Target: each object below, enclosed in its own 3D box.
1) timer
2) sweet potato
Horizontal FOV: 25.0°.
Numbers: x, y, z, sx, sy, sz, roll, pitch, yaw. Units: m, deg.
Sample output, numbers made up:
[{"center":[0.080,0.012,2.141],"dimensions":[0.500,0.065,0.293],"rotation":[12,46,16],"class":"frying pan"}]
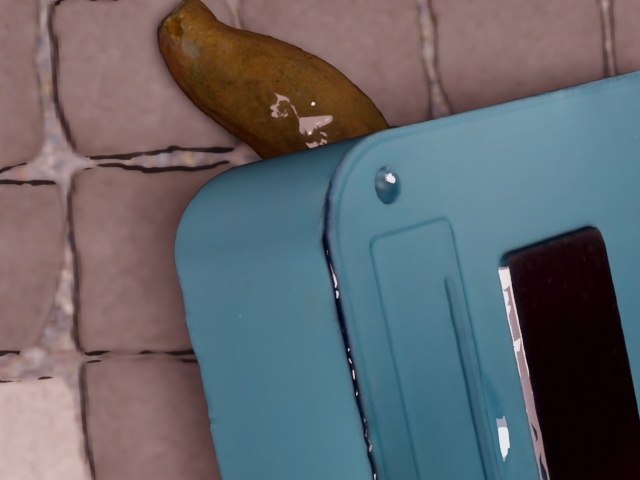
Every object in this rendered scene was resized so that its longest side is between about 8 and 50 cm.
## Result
[{"center":[0.081,0.059,0.588],"dimensions":[0.250,0.091,0.232],"rotation":[-15,95,-39],"class":"timer"},{"center":[0.005,-0.004,0.618],"dimensions":[0.081,0.062,0.233],"rotation":[-22,92,2],"class":"sweet potato"}]
